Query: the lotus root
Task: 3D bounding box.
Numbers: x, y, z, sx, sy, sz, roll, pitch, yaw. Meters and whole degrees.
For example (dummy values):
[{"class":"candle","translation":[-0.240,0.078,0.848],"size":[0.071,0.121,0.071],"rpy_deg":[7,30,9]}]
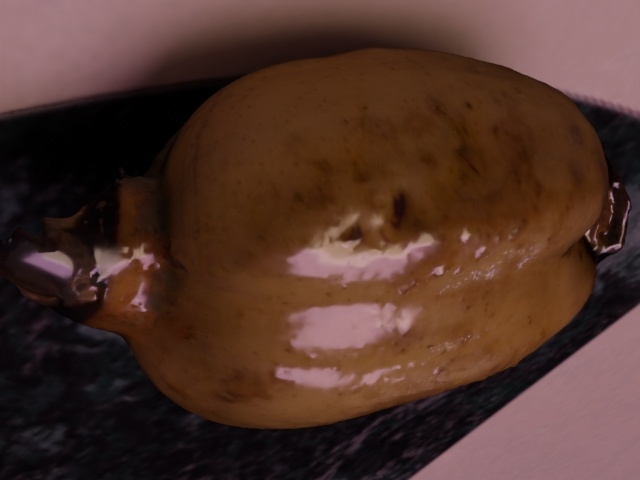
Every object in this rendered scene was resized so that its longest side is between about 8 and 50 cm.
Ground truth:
[{"class":"lotus root","translation":[0.000,0.000,0.381],"size":[0.221,0.118,0.125],"rpy_deg":[-8,106,-21]}]
